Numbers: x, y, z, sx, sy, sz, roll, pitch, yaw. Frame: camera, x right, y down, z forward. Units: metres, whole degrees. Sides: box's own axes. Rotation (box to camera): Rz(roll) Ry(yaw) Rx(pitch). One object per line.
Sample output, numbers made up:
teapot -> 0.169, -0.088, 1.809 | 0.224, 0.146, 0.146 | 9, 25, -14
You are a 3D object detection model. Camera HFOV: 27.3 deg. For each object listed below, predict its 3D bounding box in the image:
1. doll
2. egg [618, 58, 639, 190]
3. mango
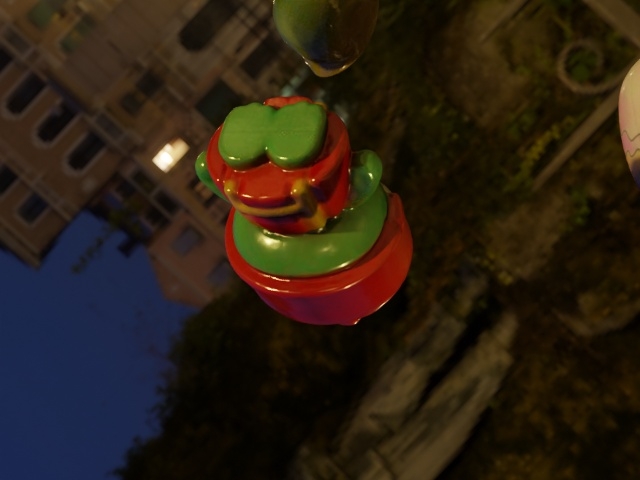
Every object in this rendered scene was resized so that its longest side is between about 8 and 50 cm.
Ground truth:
doll -> 0.000, -0.001, 1.320 | 0.363, 0.182, 0.160 | 57, -148, -60
egg -> 0.451, -0.099, 1.517 | 0.271, 0.196, 0.196 | 41, -176, -8
mango -> 0.009, -0.261, 1.497 | 0.085, 0.122, 0.191 | 38, -179, 19
